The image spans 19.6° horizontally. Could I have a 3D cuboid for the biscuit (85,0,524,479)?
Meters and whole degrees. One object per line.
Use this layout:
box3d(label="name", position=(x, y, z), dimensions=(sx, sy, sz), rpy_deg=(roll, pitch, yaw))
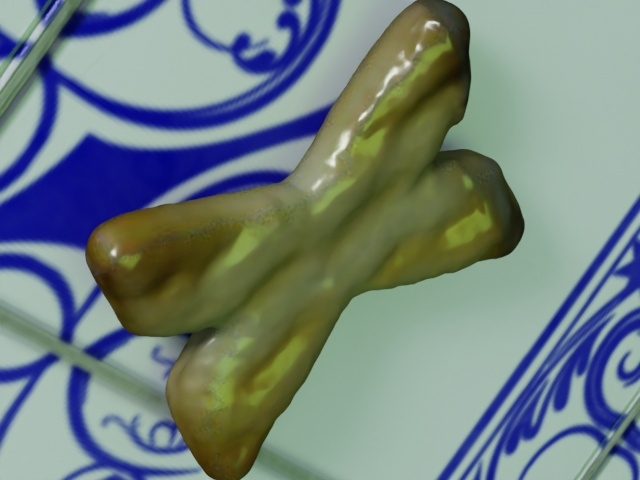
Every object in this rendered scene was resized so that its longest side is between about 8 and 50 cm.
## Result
box3d(label="biscuit", position=(-0.001, -0.001, 0.859), dimensions=(0.208, 0.047, 0.164), rpy_deg=(-37, 132, -17))
